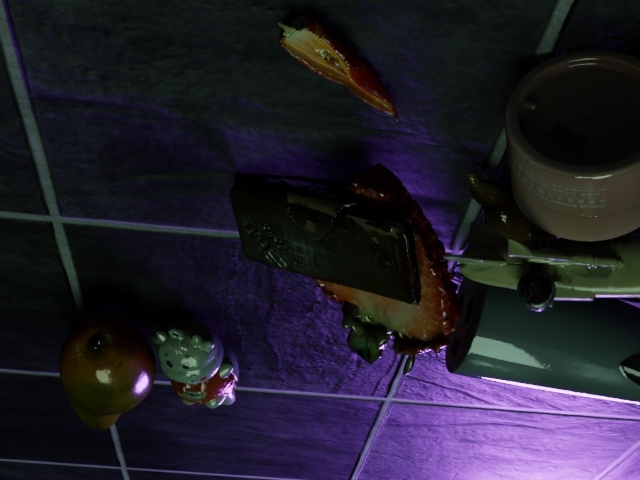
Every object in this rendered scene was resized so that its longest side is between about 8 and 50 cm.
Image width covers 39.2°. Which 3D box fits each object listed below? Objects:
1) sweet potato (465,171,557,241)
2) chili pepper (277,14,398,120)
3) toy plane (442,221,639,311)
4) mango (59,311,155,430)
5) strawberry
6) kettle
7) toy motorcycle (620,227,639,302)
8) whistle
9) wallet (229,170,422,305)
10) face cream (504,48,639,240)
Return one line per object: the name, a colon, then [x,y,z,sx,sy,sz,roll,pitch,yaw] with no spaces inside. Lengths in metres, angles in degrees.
sweet potato: [0.213,-0.021,1.020,0.068,0.068,0.226,-21,138,33]
chili pepper: [0.023,-0.162,0.839,0.045,0.027,0.178,-21,141,39]
toy plane: [0.253,0.031,0.914,0.244,0.092,0.229,8,175,17]
mango: [-0.323,0.192,1.329,0.146,0.129,0.289,48,148,-1]
strawberry: [0.084,0.024,1.041,0.188,0.106,0.286,21,138,22]
kettle: [0.291,0.115,1.132,0.243,0.160,0.210,16,-176,-4]
toy motorcycle: [0.427,-0.033,0.917,0.232,0.172,0.416,34,150,-27]
whistle: [-0.183,0.193,1.362,0.101,0.106,0.253,35,162,28]
wallet: [0.000,0.000,0.979,0.232,0.031,0.122,16,136,31]
face cream: [0.247,-0.088,0.827,0.149,0.149,0.104,-5,146,13]
